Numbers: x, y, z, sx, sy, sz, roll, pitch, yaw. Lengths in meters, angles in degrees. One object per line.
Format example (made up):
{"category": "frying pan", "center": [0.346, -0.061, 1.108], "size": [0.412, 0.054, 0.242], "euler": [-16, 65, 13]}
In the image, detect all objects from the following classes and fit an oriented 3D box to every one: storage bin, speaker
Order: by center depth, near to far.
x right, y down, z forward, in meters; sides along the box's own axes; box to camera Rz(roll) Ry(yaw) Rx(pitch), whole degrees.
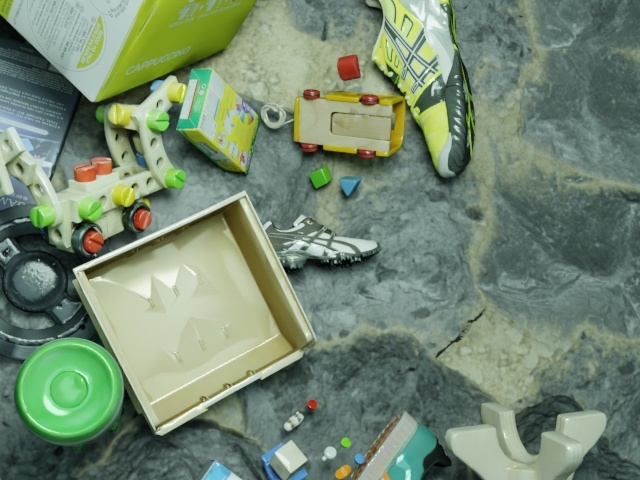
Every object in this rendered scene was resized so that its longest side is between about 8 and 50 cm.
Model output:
{"category": "speaker", "center": [-0.316, 0.201, 1.068], "size": [0.131, 0.296, 0.131], "euler": [3, 76, -13]}
{"category": "storage bin", "center": [-0.180, 0.107, 1.196], "size": [0.262, 0.123, 0.260], "euler": [-27, 92, -22]}

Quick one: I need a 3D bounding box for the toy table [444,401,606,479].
{"category": "toy table", "center": [0.306, 0.345, 1.229], "size": [0.274, 0.252, 0.160], "euler": [-5, 94, -27]}

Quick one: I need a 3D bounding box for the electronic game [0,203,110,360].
{"category": "electronic game", "center": [-0.415, 0.060, 1.210], "size": [0.229, 0.048, 0.229], "euler": [3, 81, -19]}

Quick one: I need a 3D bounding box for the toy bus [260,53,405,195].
{"category": "toy bus", "center": [0.041, -0.196, 1.356], "size": [0.202, 0.191, 0.104], "euler": [52, 28, 2]}

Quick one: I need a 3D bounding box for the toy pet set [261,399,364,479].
{"category": "toy pet set", "center": [-0.021, 0.322, 1.238], "size": [0.114, 0.065, 0.122], "euler": [-29, 68, -35]}

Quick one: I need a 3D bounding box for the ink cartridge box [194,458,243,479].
{"category": "ink cartridge box", "center": [-0.120, 0.369, 1.184], "size": [0.122, 0.088, 0.052], "euler": [36, 71, -3]}

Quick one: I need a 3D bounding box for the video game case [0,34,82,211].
{"category": "video game case", "center": [-0.488, -0.177, 1.264], "size": [0.196, 0.026, 0.274], "euler": [17, 74, -9]}

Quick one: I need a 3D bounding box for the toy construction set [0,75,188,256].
{"category": "toy construction set", "center": [-0.321, -0.106, 1.170], "size": [0.328, 0.151, 0.215], "euler": [-20, 121, -42]}

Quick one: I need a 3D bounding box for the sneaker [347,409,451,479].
{"category": "sneaker", "center": [0.083, 0.401, 1.217], "size": [0.121, 0.108, 0.302], "euler": [39, 69, 2]}

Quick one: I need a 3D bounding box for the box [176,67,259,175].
{"category": "box", "center": [-0.151, -0.179, 1.289], "size": [0.043, 0.179, 0.105], "euler": [4, 72, 26]}

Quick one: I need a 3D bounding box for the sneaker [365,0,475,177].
{"category": "sneaker", "center": [0.171, -0.289, 1.417], "size": [0.147, 0.145, 0.384], "euler": [-12, 81, 15]}

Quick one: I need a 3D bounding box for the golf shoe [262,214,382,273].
{"category": "golf shoe", "center": [0.000, 0.000, 1.313], "size": [0.198, 0.077, 0.093], "euler": [-4, 77, -16]}

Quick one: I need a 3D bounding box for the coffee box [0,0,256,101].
{"category": "coffee box", "center": [-0.259, -0.454, 1.148], "size": [0.334, 0.338, 0.337], "euler": [43, 38, 4]}
